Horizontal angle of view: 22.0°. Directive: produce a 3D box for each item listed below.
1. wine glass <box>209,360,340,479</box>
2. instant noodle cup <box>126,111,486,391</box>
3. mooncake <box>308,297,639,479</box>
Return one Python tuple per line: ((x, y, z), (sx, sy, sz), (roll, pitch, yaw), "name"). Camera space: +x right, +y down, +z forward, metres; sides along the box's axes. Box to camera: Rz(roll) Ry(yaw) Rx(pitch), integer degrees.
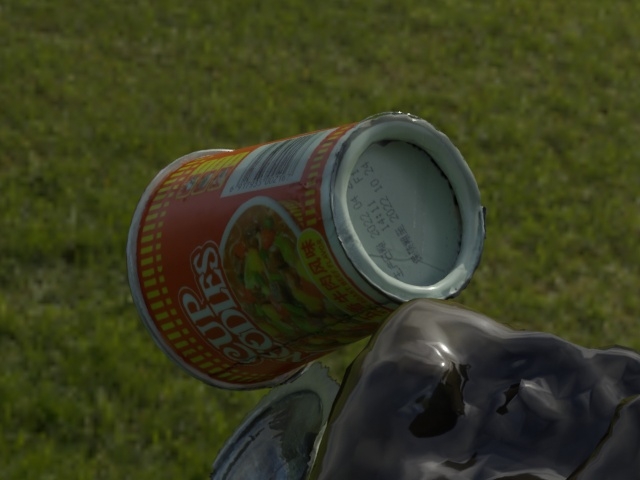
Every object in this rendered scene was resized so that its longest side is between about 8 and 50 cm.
((0.054, 0.309, 1.644), (0.323, 0.238, 0.238), (40, 16, -22), "wine glass")
((0.000, 0.000, 1.137), (0.193, 0.193, 0.212), (-17, -1, -38), "instant noodle cup")
((0.181, 0.124, 0.632), (0.393, 0.394, 0.246), (14, 58, 8), "mooncake")
